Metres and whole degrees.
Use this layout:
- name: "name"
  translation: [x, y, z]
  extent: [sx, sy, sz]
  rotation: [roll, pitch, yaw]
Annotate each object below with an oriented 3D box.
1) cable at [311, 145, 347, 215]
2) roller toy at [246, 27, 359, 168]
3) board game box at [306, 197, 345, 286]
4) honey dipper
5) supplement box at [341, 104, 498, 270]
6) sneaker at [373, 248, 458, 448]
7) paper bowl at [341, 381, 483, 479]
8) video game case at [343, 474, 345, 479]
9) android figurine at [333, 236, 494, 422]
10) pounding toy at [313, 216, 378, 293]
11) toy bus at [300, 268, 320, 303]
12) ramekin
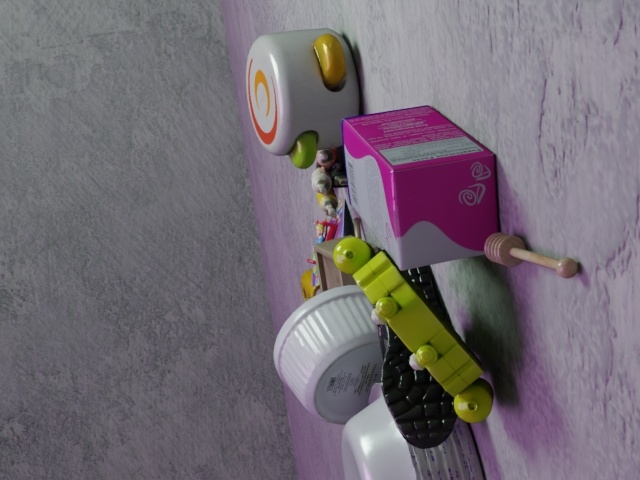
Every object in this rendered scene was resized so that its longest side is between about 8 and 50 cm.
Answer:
- name: "cable"
  translation: [0.002, -0.133, 1.858]
  extent: [0.287, 0.072, 0.139]
  rotation: [-135, 41, -76]
- name: "roller toy"
  translation: [-0.024, -0.237, 1.648]
  extent: [0.191, 0.146, 0.209]
  rotation: [-130, 34, -54]
- name: "board game box"
  translation: [0.000, 0.000, 1.890]
  extent: [0.168, 0.033, 0.133]
  rotation: [-86, 21, -46]
- name: "honey dipper"
  translation: [0.193, 0.017, 0.954]
  extent: [0.161, 0.031, 0.030]
  rotation: [-151, 50, -74]
- name: "supplement box"
  translation: [0.104, -0.064, 1.146]
  extent: [0.220, 0.114, 0.111]
  rotation: [-118, 20, -66]
- name: "sneaker"
  translation: [0.127, 0.153, 1.362]
  extent: [0.124, 0.107, 0.283]
  rotation: [79, -177, -52]
- name: "paper bowl"
  translation: [0.119, 0.329, 1.430]
  extent: [0.284, 0.148, 0.284]
  rotation: [171, 90, -82]
- name: "video game case"
  translation: [0.108, 0.619, 2.225]
  extent: [0.300, 0.036, 0.329]
  rotation: [93, 164, -58]
- name: "android figurine"
  translation: [0.107, 0.093, 1.155]
  extent: [0.248, 0.056, 0.273]
  rotation: [50, -174, 6]
- name: "pounding toy"
  translation: [0.054, 0.044, 1.730]
  extent: [0.141, 0.100, 0.130]
  rotation: [-154, 52, -66]
- name: "toy bus"
  translation: [0.021, 0.112, 1.925]
  extent: [0.202, 0.104, 0.190]
  rotation: [92, 164, -57]
- name: "ramekin"
  translation: [0.043, 0.180, 1.569]
  extent: [0.109, 0.207, 0.207]
  rotation: [-124, 23, -47]
